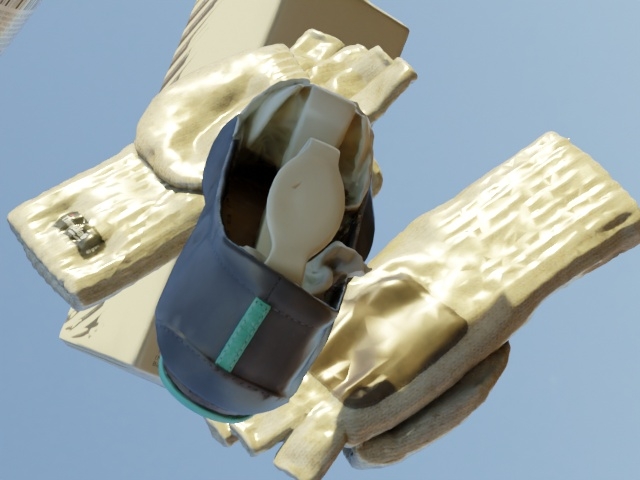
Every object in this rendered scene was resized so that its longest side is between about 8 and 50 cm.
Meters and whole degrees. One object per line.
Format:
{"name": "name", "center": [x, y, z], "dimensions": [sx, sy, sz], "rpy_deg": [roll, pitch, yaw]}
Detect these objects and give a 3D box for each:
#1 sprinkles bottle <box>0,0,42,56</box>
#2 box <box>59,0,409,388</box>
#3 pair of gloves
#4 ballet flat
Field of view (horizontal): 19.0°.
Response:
{"name": "sprinkles bottle", "center": [-0.278, -0.183, 1.433], "dimensions": [0.121, 0.355, 0.121], "rpy_deg": [35, -159, -16]}
{"name": "box", "center": [-0.054, -0.037, 1.219], "dimensions": [0.113, 0.094, 0.275], "rpy_deg": [28, -99, -38]}
{"name": "pair of gloves", "center": [0.000, 0.000, 0.855], "dimensions": [0.204, 0.240, 0.042], "rpy_deg": [-40, -39, -19]}
{"name": "ballet flat", "center": [-0.008, -0.014, 0.680], "dimensions": [0.203, 0.074, 0.074], "rpy_deg": [-73, -38, -60]}
